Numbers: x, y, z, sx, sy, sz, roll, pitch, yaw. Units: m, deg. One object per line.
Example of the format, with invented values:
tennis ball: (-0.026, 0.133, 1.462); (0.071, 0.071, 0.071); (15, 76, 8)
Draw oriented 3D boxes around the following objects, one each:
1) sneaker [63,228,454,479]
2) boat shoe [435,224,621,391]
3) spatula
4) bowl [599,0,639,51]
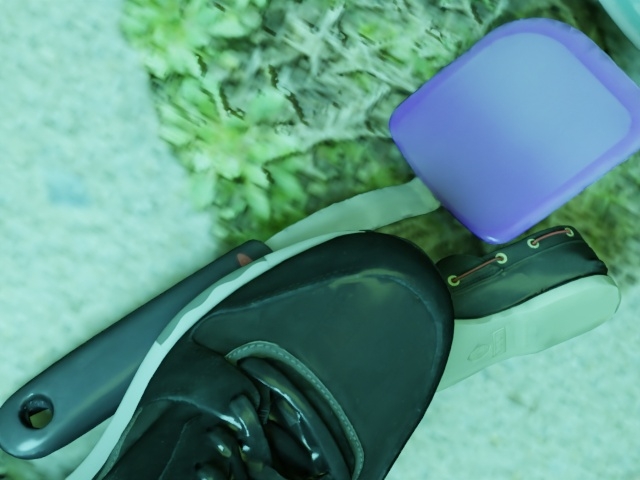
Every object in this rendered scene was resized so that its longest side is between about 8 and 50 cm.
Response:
sneaker: (-0.045, 0.111, 0.539); (0.283, 0.124, 0.107); (-43, 107, -12)
boat shoe: (0.058, 0.031, 0.661); (0.133, 0.049, 0.042); (-18, 56, -14)
spatula: (0.000, 0.000, 0.634); (0.296, 0.030, 0.084); (-31, 66, -19)
bowl: (0.260, -0.202, 0.661); (0.163, 0.311, 0.311); (-21, 92, -43)
